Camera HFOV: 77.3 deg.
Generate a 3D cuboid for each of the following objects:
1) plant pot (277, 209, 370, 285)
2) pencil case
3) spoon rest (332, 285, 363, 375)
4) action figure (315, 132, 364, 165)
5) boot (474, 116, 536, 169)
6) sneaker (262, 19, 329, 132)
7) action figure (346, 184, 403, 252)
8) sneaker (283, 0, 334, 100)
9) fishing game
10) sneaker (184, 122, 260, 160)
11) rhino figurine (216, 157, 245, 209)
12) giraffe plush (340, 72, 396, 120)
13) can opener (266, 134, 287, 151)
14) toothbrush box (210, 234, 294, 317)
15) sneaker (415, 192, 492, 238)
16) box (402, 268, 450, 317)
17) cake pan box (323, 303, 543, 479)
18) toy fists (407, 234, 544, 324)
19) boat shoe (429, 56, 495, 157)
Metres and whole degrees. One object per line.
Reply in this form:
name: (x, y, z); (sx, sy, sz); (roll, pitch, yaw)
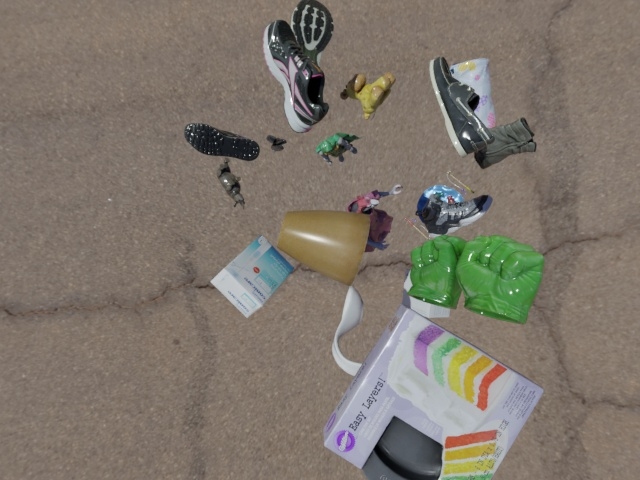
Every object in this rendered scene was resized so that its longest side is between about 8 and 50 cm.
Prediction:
plant pot: (0.000, 0.000, 1.266); (0.255, 0.237, 0.236); (14, 83, -2)
pencil case: (0.468, -0.410, 1.222); (0.124, 0.114, 0.272); (-25, 108, -33)
spoon rest: (0.077, 0.244, 1.126); (0.084, 0.276, 0.137); (10, 128, -6)
action figure: (0.044, -0.255, 1.112); (0.137, 0.232, 0.063); (-31, 88, 20)
boot: (0.474, -0.297, 1.084); (0.161, 0.247, 0.083); (-20, 54, 39)
sneaker: (-0.029, -0.275, 0.656); (0.072, 0.077, 0.178); (-31, 104, -41)
action figure: (0.171, -0.100, 1.577); (0.276, 0.370, 0.247); (15, 74, 23)
sneaker: (-0.075, -0.659, 1.433); (0.158, 0.182, 0.409); (15, 82, -26)
fishing game: (0.479, -0.129, 1.594); (0.189, 0.041, 0.264); (46, 102, 11)
sneaker: (-0.377, -0.376, 1.542); (0.284, 0.124, 0.107); (16, 107, -15)
rhino figurine: (-0.387, -0.238, 1.763); (0.073, 0.106, 0.243); (-22, 74, -31)
giraffe plush: (0.188, -0.634, 1.690); (0.171, 0.210, 0.181); (37, 50, 6)
can opener: (-0.168, -0.371, 1.559); (0.073, 0.186, 0.059); (15, 102, -23)
toothbrush box: (-0.282, 0.146, 1.703); (0.216, 0.295, 0.126); (47, 128, -4)
sneaker: (0.483, -0.121, 1.481); (0.153, 0.101, 0.269); (46, 127, -14)
box: (0.457, 0.222, 1.716); (0.119, 0.181, 0.181); (4, 94, -28)
cake pan box: (0.169, 0.274, 0.635); (0.246, 0.070, 0.266); (33, 90, 5)
toy fists: (0.270, 0.056, 0.744); (0.096, 0.279, 0.142); (25, 79, -25)
boat shoe: (0.292, -0.289, 0.837); (0.079, 0.084, 0.232); (-25, 70, 33)
